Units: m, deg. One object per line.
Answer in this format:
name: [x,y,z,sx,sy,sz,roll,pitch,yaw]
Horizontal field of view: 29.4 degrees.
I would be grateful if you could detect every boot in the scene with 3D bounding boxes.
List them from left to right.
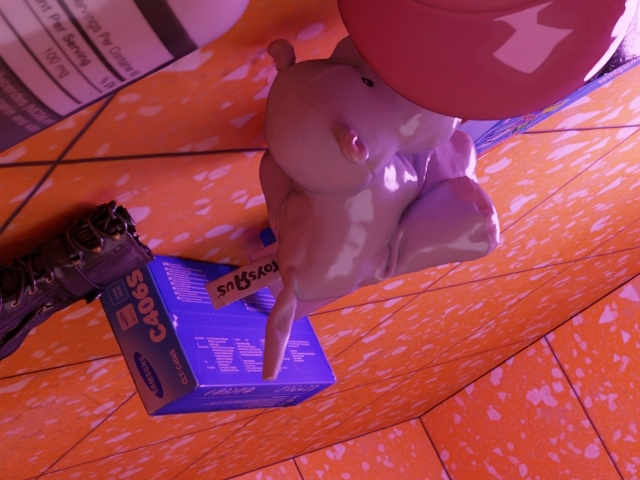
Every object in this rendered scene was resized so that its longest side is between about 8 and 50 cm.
boot: [-0.278,0.031,1.127,0.229,0.091,0.263,-33,167,2]

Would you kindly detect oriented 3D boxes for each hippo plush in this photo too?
hippo plush: [0.011,-0.084,1.073,0.294,0.234,0.236,-26,138,-15]

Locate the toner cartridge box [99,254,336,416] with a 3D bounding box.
toner cartridge box: [-0.112,0.115,1.449,0.075,0.165,0.348,-33,161,19]

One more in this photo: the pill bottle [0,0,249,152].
pill bottle: [-0.157,-0.148,0.533,0.363,0.210,0.210,-27,163,2]

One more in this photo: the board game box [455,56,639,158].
board game box: [0.276,-0.187,1.364,0.281,0.027,0.145,-30,161,13]

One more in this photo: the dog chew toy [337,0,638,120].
dog chew toy: [0.100,-0.215,0.751,0.207,0.206,0.332,-26,155,-2]

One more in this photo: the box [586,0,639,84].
box: [0.252,-0.198,1.046,0.184,0.045,0.191,-27,163,8]

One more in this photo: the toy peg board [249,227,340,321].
toy peg board: [0.000,0.000,1.462,0.161,0.079,0.160,-27,147,1]
